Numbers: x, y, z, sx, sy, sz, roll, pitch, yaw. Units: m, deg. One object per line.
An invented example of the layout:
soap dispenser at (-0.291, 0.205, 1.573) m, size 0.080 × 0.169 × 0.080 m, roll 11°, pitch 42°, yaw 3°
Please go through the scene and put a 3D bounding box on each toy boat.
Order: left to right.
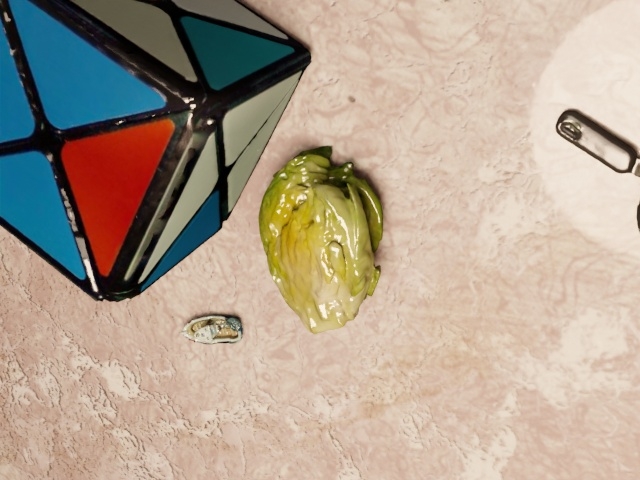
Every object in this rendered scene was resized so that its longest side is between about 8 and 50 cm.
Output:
toy boat at (-0.128, 0.106, 1.206) m, size 0.083 × 0.038 × 0.038 m, roll -5°, pitch 107°, yaw 25°

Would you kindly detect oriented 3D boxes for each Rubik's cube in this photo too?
Rubik's cube at (-0.193, -0.128, 1.026) m, size 0.248 × 0.250 × 0.246 m, roll 35°, pitch 120°, yaw 6°

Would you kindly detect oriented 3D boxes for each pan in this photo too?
pan at (0.316, -0.047, 0.948) m, size 0.235 × 0.028 × 0.136 m, roll 34°, pitch 119°, yaw 10°

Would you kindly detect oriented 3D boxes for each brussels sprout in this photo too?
brussels sprout at (0.002, 0.000, 1.075) m, size 0.139 × 0.100 × 0.181 m, roll -2°, pitch 110°, yaw 36°
